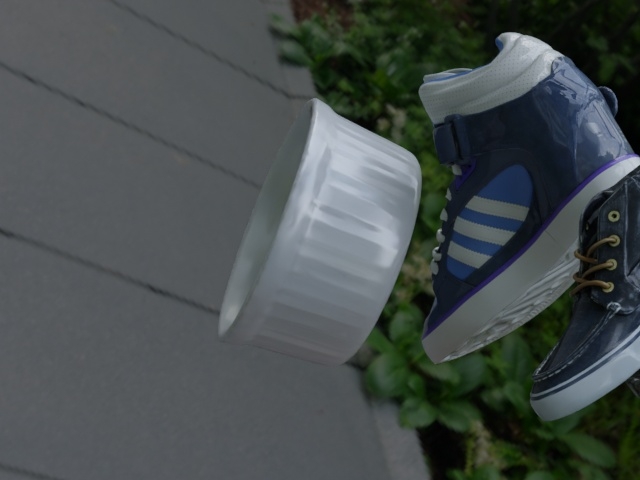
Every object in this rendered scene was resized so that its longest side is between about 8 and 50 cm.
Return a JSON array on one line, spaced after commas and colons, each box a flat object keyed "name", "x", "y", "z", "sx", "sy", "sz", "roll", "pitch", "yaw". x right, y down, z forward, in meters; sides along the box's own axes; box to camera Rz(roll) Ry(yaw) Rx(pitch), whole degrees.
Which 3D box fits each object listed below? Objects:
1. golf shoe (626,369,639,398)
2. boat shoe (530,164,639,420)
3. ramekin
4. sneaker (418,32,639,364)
[{"name": "golf shoe", "x": 0.387, "y": 0.119, "z": 0.878, "sx": 0.105, "sy": 0.272, "sz": 0.120, "roll": -53, "pitch": 129, "yaw": -57}, {"name": "boat shoe", "x": 0.173, "y": 0.023, "z": 0.656, "sx": 0.183, "sy": 0.065, "sz": 0.083, "roll": -39, "pitch": 93, "yaw": -22}, {"name": "ramekin", "x": 0.000, "y": 0.000, "z": 1.173, "sx": 0.135, "sy": 0.277, "sz": 0.277, "roll": 21, "pitch": 33, "yaw": -10}, {"name": "sneaker", "x": 0.160, "y": -0.051, "z": 1.090, "sx": 0.130, "sy": 0.323, "sz": 0.236, "roll": -12, "pitch": 61, "yaw": -42}]
